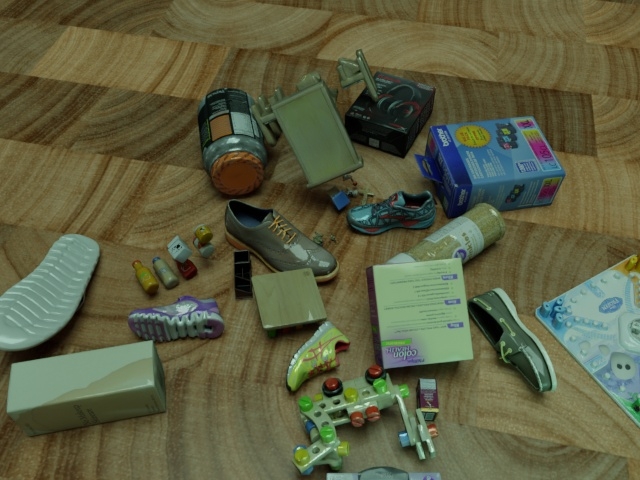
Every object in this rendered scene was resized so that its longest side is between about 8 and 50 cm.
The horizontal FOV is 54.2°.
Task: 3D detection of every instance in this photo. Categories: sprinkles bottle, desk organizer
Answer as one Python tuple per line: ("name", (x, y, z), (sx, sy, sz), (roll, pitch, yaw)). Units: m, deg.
("sprinkles bottle", (0.339, 0.025, 1.691), (0.356, 0.121, 0.121), (-31, 57, -23))
("desk organizer", (-0.209, 0.091, 1.677), (0.047, 0.050, 0.130), (-4, 51, -4))

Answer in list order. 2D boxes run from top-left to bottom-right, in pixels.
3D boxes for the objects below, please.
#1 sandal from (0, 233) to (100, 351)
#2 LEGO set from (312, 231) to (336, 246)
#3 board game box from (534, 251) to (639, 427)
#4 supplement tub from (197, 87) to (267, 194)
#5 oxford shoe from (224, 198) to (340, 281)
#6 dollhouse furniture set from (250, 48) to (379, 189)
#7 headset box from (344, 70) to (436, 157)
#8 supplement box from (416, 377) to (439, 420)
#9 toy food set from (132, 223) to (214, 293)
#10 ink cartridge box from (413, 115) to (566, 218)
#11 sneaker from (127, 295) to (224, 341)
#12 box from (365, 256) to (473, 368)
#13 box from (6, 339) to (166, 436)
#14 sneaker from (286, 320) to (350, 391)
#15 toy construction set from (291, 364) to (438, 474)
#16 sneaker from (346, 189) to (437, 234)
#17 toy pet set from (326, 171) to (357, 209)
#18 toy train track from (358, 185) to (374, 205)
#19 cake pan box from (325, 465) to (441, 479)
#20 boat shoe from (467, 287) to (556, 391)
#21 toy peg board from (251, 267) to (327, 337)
("sandal", (-0.687, 0.144, 1.607), (0.170, 0.102, 0.416), (23, 39, -1))
("LEGO set", (0.002, 0.002, 1.776), (0.083, 0.023, 0.054), (7, 52, -12))
("board game box", (0.817, 0.230, 1.573), (0.390, 0.050, 0.390), (-24, 54, -19))
("supplement tub", (-0.269, -0.301, 1.909), (0.194, 0.193, 0.315), (-8, 52, -7))
("oxford shoe", (-0.114, 0.000, 1.699), (0.364, 0.132, 0.130), (23, 53, 17))
("dollhouse furniture set", (0.004, -0.358, 1.877), (0.362, 0.256, 0.394), (-21, 21, 13))
("headset box", (0.237, -0.431, 2.074), (0.218, 0.110, 0.293), (22, 54, 18))
("supplement box", (0.247, 0.369, 1.450), (0.043, 0.054, 0.083), (2, 50, 1))
("toy food set", (-0.385, 0.035, 1.673), (0.232, 0.111, 0.104), (-45, 59, 5))
("ink cartridge box", (0.482, -0.221, 1.882), (0.396, 0.151, 0.269), (-9, 51, -6))
("sneaker", (-0.360, 0.188, 1.577), (0.237, 0.095, 0.104), (0, 44, -7))
("box", (0.233, 0.172, 1.502), (0.214, 0.117, 0.242), (-6, 84, -5))
("box", (-0.520, 0.334, 1.415), (0.312, 0.147, 0.121), (-10, 52, -7))
("sneaker", (-0.004, 0.286, 1.500), (0.094, 0.081, 0.208), (30, 56, 19))
("toy construction set", (0.090, 0.394, 1.362), (0.328, 0.151, 0.215), (-3, 31, -9))
("sneaker", (0.202, -0.098, 1.789), (0.262, 0.125, 0.104), (-7, 50, -6))
("toy pet set", (0.078, -0.148, 1.840), (0.114, 0.122, 0.065), (-37, 64, -9))
("toy train track", (0.134, -0.129, 1.888), (0.048, 0.014, 0.083), (14, 57, 2))
("cake pan box", (0.133, 0.596, 1.255), (0.246, 0.070, 0.266), (2, 50, -2))
("boat shoe", (0.461, 0.246, 1.523), (0.091, 0.109, 0.305), (-14, 46, -11))
("toy peg board", (-0.084, 0.166, 1.603), (0.161, 0.079, 0.161), (-8, 51, -14))
